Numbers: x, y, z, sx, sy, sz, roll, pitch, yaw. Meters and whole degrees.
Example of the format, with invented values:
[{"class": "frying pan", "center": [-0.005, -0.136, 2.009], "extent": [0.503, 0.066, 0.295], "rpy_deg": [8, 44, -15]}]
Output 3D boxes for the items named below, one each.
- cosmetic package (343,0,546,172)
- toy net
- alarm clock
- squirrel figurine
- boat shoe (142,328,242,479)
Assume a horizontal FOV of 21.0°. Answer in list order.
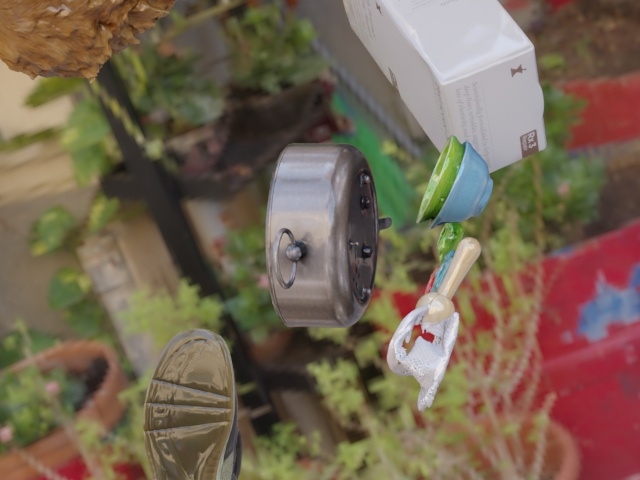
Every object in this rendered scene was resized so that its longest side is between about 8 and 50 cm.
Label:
[{"class": "cosmetic package", "center": [0.094, -0.167, 1.408], "extent": [0.085, 0.117, 0.231], "rpy_deg": [-23, 46, -6]}, {"class": "toy net", "center": [0.078, 0.034, 1.262], "extent": [0.122, 0.045, 0.232], "rpy_deg": [117, 174, -47]}, {"class": "alarm clock", "center": [0.000, 0.000, 1.187], "extent": [0.064, 0.129, 0.192], "rpy_deg": [2, 10, 17]}, {"class": "squirrel figurine", "center": [-0.268, -0.308, 1.720], "extent": [0.397, 0.281, 0.370], "rpy_deg": [27, 26, 19]}, {"class": "boat shoe", "center": [-0.109, 0.184, 1.512], "extent": [0.080, 0.223, 0.073], "rpy_deg": [3, 5, 11]}]
